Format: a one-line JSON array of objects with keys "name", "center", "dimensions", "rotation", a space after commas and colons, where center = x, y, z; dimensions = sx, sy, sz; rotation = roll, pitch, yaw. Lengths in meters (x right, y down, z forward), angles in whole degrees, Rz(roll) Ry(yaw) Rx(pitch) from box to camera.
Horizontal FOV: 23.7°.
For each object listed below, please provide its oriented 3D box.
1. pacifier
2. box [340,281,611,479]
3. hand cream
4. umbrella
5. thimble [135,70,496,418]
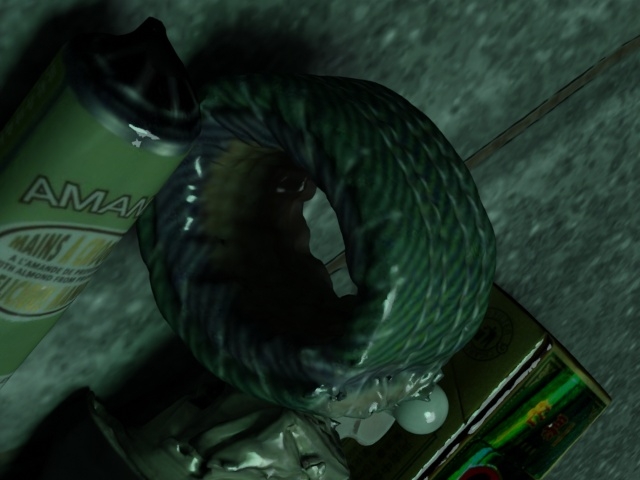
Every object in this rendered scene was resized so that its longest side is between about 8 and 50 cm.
[{"name": "pacifier", "center": [0.033, 0.074, 0.793], "dimensions": [0.099, 0.078, 0.081], "rotation": [6, 101, -53]}, {"name": "box", "center": [0.058, 0.145, 0.916], "dimensions": [0.240, 0.071, 0.159], "rotation": [-48, 148, 3]}, {"name": "hand cream", "center": [-0.119, 0.017, 0.559], "dimensions": [0.086, 0.055, 0.235], "rotation": [9, 127, -52]}, {"name": "umbrella", "center": [-0.147, 0.170, 0.686], "dimensions": [0.357, 0.106, 0.113], "rotation": [-35, 140, -5]}, {"name": "thimble", "center": [-0.001, -0.003, 0.594], "dimensions": [0.090, 0.135, 0.118], "rotation": [-5, 130, -50]}]
